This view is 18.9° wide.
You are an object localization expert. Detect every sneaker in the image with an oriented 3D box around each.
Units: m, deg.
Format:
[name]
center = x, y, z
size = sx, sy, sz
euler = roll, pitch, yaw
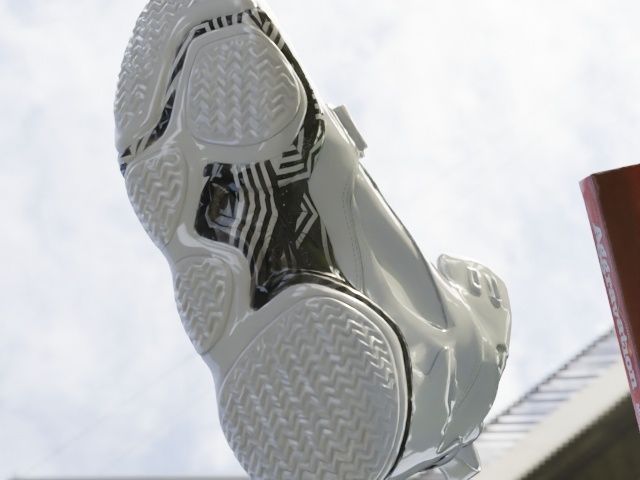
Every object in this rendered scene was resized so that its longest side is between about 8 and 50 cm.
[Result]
[sneaker]
center = 0.000, 0.000, 1.231
size = 0.210, 0.137, 0.366
euler = 13, -127, -56

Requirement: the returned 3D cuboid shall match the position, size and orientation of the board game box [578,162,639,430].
[board game box]
center = 0.226, 0.090, 0.911
size = 0.145, 0.027, 0.281
euler = -13, -96, -7
